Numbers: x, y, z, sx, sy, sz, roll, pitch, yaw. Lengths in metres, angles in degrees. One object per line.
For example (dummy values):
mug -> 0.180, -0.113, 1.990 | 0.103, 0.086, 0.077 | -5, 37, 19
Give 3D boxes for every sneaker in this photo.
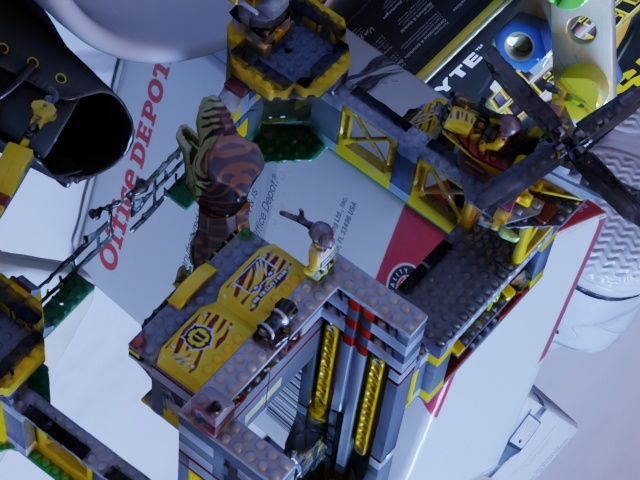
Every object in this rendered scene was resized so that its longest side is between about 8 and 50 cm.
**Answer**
sneaker -> 0.257, -0.051, 1.518 | 0.366, 0.137, 0.210 | -50, 174, -36
sneaker -> -0.183, -0.089, 0.875 | 0.222, 0.118, 0.083 | 2, 123, -55

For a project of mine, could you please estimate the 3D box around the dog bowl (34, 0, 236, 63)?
dog bowl -> -0.062, -0.223, 0.900 | 0.265, 0.104, 0.265 | -35, 148, -26

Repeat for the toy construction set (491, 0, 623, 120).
toy construction set -> 0.130, -0.249, 1.022 | 0.327, 0.215, 0.151 | -65, 169, 16

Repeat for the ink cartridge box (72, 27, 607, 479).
ink cartridge box -> 0.000, 0.000, 1.077 | 0.114, 0.273, 0.197 | -22, 141, -45

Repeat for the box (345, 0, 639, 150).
box -> 0.154, -0.146, 1.250 | 0.322, 0.079, 0.257 | -43, 155, 15

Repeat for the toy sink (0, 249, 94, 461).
toy sink -> -0.255, 0.031, 0.907 | 0.234, 0.131, 0.152 | 10, 116, -52

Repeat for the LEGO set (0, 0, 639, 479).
LEGO set -> -0.024, -0.006, 0.815 | 0.331, 0.255, 0.192 | -37, 158, -24

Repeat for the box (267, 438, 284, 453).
box -> -0.006, 0.304, 1.528 | 0.143, 0.165, 0.270 | -40, 150, -16

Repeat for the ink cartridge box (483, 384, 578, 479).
ink cartridge box -> 0.108, 0.116, 1.493 | 0.082, 0.139, 0.191 | -50, 150, 5
